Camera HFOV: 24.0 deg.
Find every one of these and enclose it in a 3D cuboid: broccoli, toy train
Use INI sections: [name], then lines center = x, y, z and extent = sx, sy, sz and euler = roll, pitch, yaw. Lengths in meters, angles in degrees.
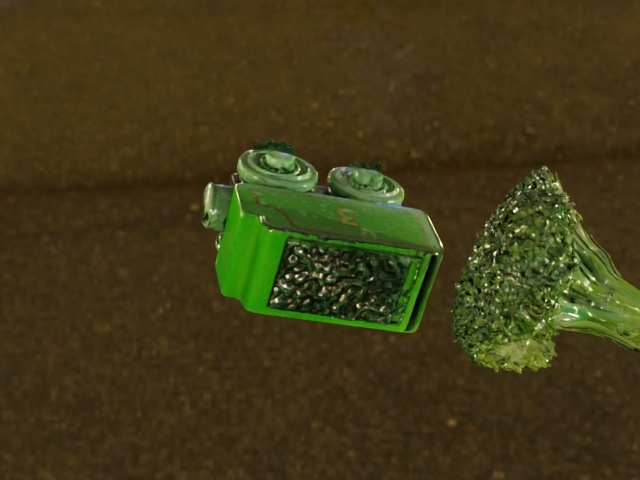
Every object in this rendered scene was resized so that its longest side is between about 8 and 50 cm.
[broccoli]
center = 0.221, 0.053, 1.384
extent = 0.194, 0.219, 0.194
euler = 16, 43, -15
[toy train]
center = 0.000, 0.000, 1.538
extent = 0.243, 0.132, 0.188
euler = 9, 27, -15
